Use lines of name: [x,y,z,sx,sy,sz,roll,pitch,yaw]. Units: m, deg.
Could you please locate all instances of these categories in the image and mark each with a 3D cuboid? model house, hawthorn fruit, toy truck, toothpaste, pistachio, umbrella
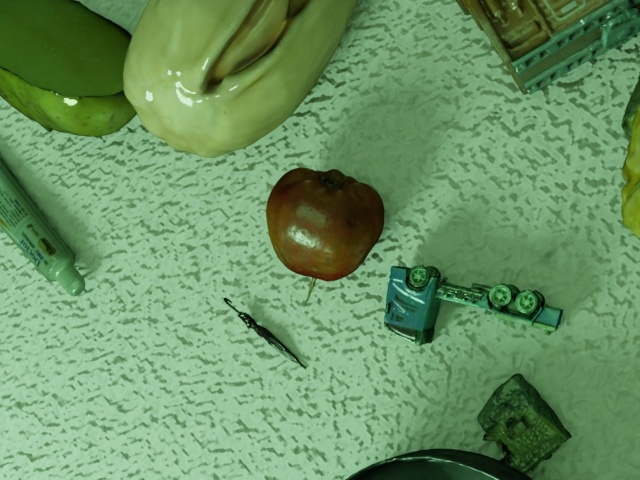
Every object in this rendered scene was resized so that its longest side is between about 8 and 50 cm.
model house: [0.188,0.184,0.983,0.079,0.066,0.083,-47,68,24]
hawthorn fruit: [0.005,-0.015,1.062,0.125,0.140,0.125,-12,41,11]
toy truck: [0.151,0.076,1.018,0.175,0.067,0.081,13,93,18]
toy truck: [0.284,-0.279,0.974,0.305,0.136,0.162,-30,69,14]
toothpaste: [-0.365,-0.024,1.238,0.255,0.037,0.067,44,104,23]
pistachio: [-0.076,-0.234,1.087,0.193,0.214,0.318,41,87,-23]
umbrella: [-0.062,0.104,1.117,0.122,0.022,0.013,40,71,10]

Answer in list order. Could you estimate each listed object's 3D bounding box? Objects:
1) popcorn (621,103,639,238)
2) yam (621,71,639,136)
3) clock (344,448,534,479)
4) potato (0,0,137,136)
popcorn: [0.397,-0.012,0.858,0.265,0.225,0.332,-43,61,12]
yam: [0.346,-0.166,0.975,0.070,0.070,0.146,24,92,22]
clock: [0.120,0.350,0.954,0.313,0.061,0.312,2,94,28]
potato: [-0.316,-0.196,1.202,0.272,0.160,0.111,29,135,24]
